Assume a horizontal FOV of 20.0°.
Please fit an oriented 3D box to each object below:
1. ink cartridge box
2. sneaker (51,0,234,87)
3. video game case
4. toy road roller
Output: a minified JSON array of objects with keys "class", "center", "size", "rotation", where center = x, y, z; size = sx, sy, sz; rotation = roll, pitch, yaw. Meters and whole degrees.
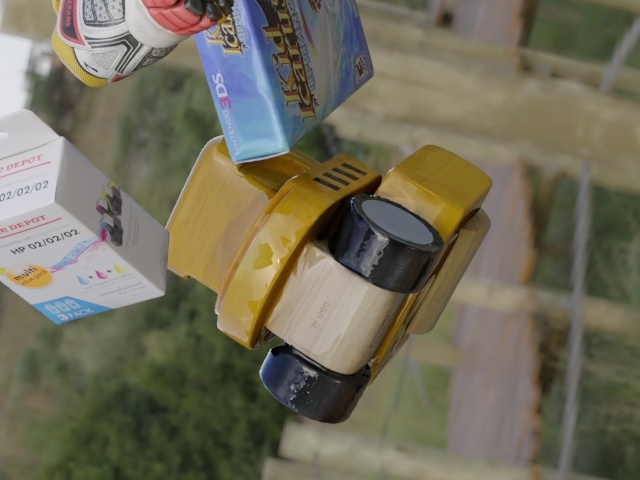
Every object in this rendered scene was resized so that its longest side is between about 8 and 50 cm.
[{"class":"ink cartridge box","center":[-0.205,-0.014,1.346],"size":[0.181,0.104,0.062],"rotation":[45,-143,-46]},{"class":"sneaker","center":[-0.111,-0.161,0.980],"size":[0.092,0.088,0.225],"rotation":[-35,28,16]},{"class":"video game case","center":[-0.045,-0.234,1.607],"size":[0.244,0.061,0.269],"rotation":[-46,-57,-60]},{"class":"toy road roller","center":[0.000,0.000,1.716],"size":[0.202,0.240,0.329],"rotation":[-62,-12,21]}]
